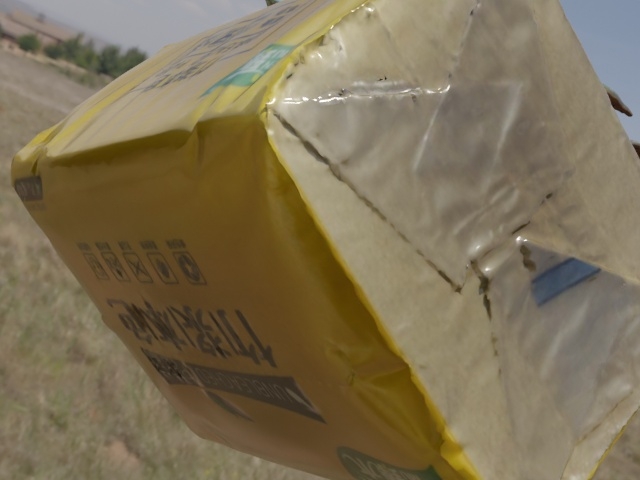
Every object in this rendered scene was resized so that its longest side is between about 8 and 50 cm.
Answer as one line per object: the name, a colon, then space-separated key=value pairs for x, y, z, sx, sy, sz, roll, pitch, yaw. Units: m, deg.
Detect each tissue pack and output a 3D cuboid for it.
tissue pack: x=0.000 y=0.000 z=0.647 sx=0.382 sy=0.228 sz=0.293 roll=-2 pitch=-55 yaw=55

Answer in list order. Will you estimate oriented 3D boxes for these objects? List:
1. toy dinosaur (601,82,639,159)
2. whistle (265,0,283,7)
toy dinosaur: x=0.253 y=-0.068 z=1.028 sx=0.206 sy=0.113 sz=0.327 roll=-26 pitch=-57 yaw=39
whistle: x=0.056 y=-0.157 z=0.889 sx=0.312 sy=0.062 sz=0.062 roll=35 pitch=11 yaw=36
